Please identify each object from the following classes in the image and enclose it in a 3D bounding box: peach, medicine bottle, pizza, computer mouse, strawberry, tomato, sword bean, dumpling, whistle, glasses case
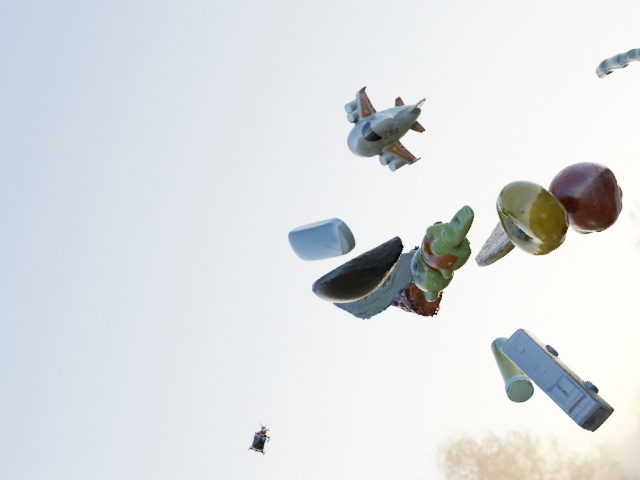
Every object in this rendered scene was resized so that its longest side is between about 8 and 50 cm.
[{"bbox_3d":[0.438,-0.050,1.626,0.103,0.179,0.179,-34,-34,-9],"label":"peach"},{"bbox_3d":[0.506,0.338,2.076,0.218,0.074,0.073,-92,16,-65],"label":"medicine bottle"},{"bbox_3d":[0.455,-0.015,1.916,0.181,0.034,0.262,-46,4,33],"label":"pizza"},{"bbox_3d":[0.098,0.080,1.772,0.270,0.086,0.137,-27,-7,-40],"label":"computer mouse"},{"bbox_3d":[0.270,0.135,2.471,0.234,0.178,0.233,17,-113,-47],"label":"strawberry"},{"bbox_3d":[0.586,-0.097,1.722,0.167,0.167,0.167,-39,-35,-34],"label":"tomato"},{"bbox_3d":[0.707,-0.418,1.823,0.269,0.043,0.038,-141,75,-85],"label":"sword bean"},{"bbox_3d":[0.149,0.139,2.121,0.086,0.332,0.166,16,-116,-47],"label":"dumpling"},{"bbox_3d":[0.285,0.026,1.819,0.106,0.131,0.288,3,-40,-17],"label":"whistle"},{"bbox_3d":[0.000,0.000,1.422,0.045,0.178,0.067,-37,-76,-32],"label":"glasses case"}]

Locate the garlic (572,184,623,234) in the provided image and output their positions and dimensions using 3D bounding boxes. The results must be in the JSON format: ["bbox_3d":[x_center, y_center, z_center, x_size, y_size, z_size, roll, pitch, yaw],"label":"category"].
[{"bbox_3d":[0.886,-0.132,2.553,0.227,0.228,0.152,-63,-3,5],"label":"garlic"}]

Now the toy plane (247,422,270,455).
[{"bbox_3d":[-0.127,0.424,1.676,0.145,0.037,0.060,96,-168,-84],"label":"toy plane"}]

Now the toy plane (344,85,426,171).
[{"bbox_3d":[0.171,-0.294,2.019,0.245,0.244,0.117,-43,-3,-29],"label":"toy plane"}]

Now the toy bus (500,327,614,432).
[{"bbox_3d":[0.377,0.220,1.252,0.064,0.190,0.075,-50,-36,10],"label":"toy bus"}]
